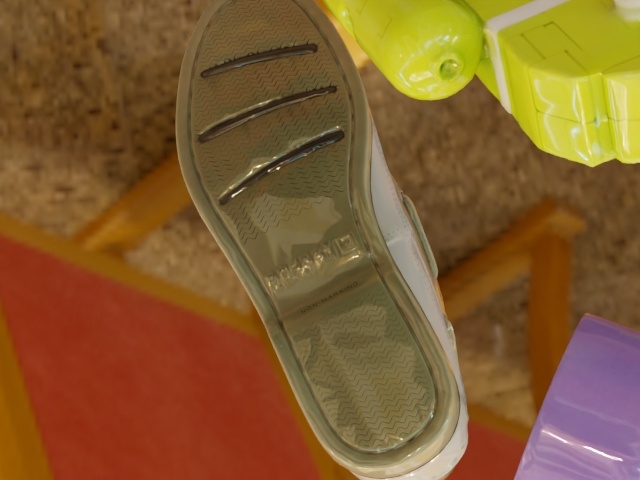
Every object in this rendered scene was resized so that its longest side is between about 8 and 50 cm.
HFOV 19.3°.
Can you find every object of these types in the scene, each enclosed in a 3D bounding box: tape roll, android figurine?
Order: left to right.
[{"bbox_3d":[0.189,0.151,1.315,0.080,0.189,0.189,22,142,12],"label":"tape roll"},{"bbox_3d":[0.130,-0.120,0.767,0.248,0.273,0.056,-21,127,-7],"label":"android figurine"}]

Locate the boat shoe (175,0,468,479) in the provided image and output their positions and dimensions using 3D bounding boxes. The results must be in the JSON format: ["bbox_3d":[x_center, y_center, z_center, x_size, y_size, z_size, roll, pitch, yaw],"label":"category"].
[{"bbox_3d":[0.000,0.000,1.045,0.113,0.302,0.103,-19,157,6],"label":"boat shoe"}]
